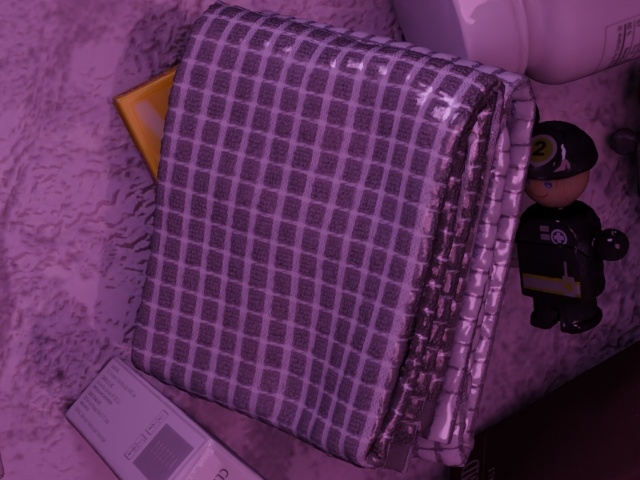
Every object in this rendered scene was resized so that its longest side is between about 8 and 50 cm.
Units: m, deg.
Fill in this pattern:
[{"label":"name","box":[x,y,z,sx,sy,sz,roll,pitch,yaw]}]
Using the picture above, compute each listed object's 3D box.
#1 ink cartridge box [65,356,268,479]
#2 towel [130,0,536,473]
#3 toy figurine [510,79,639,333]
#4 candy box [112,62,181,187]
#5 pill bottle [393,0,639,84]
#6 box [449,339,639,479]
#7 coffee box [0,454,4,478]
[{"label":"ink cartridge box","box":[-0.035,0.205,1.293,0.261,0.296,0.066,43,83,-18]},{"label":"towel","box":[0.000,0.000,1.283,0.121,0.235,0.283,-4,108,-59]},{"label":"toy figurine","box":[0.215,-0.046,1.378,0.213,0.209,0.148,-11,112,-5]},{"label":"candy box","box":[-0.060,-0.035,1.397,0.105,0.027,0.206,-28,104,-8]},{"label":"pill bottle","box":[0.202,-0.207,1.385,0.283,0.160,0.160,-20,102,-14]},{"label":"box","box":[0.279,0.148,1.361,0.381,0.191,0.143,-34,106,17]},{"label":"coffee box","box":[-0.295,0.054,1.195,0.119,0.297,0.168,-13,99,-18]}]
